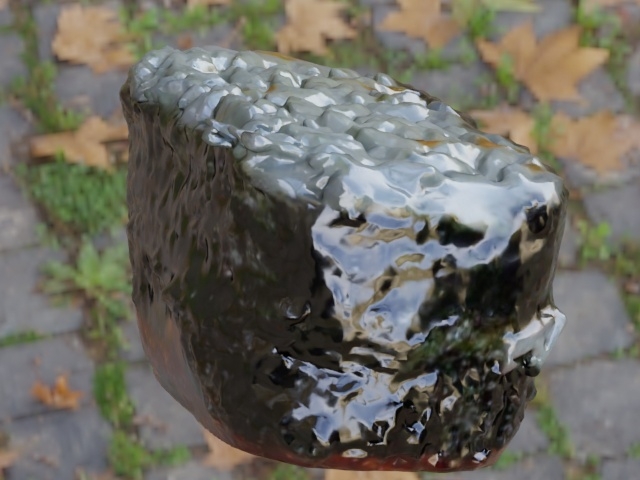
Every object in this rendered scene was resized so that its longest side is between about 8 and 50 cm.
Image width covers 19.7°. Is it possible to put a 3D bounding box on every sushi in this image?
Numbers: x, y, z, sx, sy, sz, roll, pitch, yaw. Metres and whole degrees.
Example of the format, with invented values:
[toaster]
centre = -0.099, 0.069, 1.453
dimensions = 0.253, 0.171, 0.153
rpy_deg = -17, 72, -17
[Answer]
[sushi]
centre = 0.000, 0.000, 0.675
dimensions = 0.136, 0.126, 0.225
rpy_deg = 4, 8, -20
